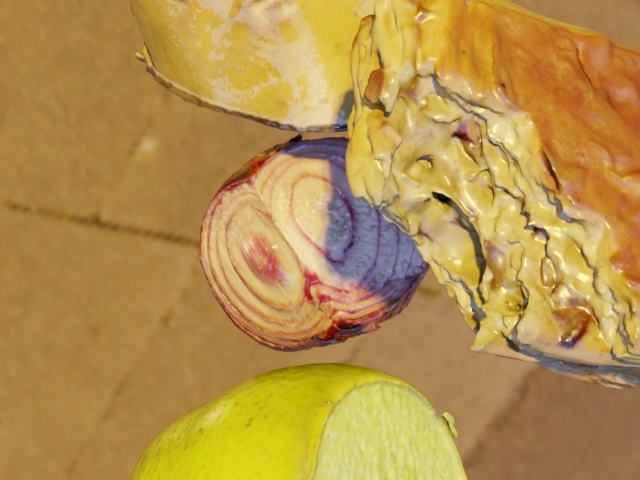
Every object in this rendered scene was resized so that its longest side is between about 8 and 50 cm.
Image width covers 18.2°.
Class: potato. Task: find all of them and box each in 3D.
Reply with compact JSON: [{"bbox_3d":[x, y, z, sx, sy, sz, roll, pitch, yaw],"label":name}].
[{"bbox_3d":[-0.003,-0.294,1.920,0.397,0.290,0.296,-1,128,3],"label":"potato"}]

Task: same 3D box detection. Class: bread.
[{"bbox_3d":[0.187,-0.025,1.623,0.370,0.314,0.191,11,149,-22],"label":"bread"}]

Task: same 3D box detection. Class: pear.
[{"bbox_3d":[-0.042,0.258,1.952,0.318,0.238,0.342,-12,150,30],"label":"pear"}]

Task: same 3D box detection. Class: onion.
[{"bbox_3d":[-0.002,0.001,2.102,0.206,0.216,0.207,-27,179,-35],"label":"onion"}]
